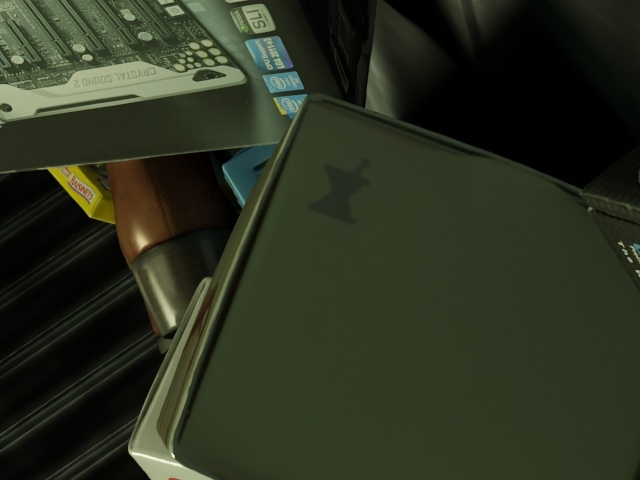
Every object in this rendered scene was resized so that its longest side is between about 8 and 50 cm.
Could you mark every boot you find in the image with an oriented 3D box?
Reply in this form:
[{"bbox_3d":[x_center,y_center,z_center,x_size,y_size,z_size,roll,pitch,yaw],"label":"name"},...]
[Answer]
[{"bbox_3d":[-0.114,-0.072,1.137,0.264,0.096,0.280,28,-138,-81],"label":"boot"}]

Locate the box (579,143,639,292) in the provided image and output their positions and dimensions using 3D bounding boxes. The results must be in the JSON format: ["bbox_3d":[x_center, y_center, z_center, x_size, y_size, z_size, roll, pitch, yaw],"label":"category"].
[{"bbox_3d":[0.187,0.092,0.382,0.270,0.060,0.216,55,173,-18],"label":"box"}]

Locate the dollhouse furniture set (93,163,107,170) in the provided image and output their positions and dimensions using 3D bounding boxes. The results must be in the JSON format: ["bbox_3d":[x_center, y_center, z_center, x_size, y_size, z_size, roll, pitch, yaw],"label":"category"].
[{"bbox_3d":[-0.180,-0.142,1.413,0.183,0.129,0.129,20,-164,-38],"label":"dollhouse furniture set"}]

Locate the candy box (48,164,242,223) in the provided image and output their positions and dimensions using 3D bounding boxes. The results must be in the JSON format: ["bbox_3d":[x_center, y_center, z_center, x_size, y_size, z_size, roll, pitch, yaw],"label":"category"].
[{"bbox_3d":[-0.131,-0.034,1.464,0.206,0.027,0.105,16,-161,-46],"label":"candy box"}]

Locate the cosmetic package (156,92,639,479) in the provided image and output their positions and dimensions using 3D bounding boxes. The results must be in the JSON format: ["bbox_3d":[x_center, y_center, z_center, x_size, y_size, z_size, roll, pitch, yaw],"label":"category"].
[{"bbox_3d":[0.026,0.047,0.693,0.153,0.129,0.296,22,173,-2],"label":"cosmetic package"}]

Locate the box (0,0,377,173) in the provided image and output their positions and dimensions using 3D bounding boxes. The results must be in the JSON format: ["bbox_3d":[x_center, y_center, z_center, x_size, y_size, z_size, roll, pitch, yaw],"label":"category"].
[{"bbox_3d":[-0.139,-0.144,0.621,0.307,0.242,0.076,62,-151,-51],"label":"box"}]

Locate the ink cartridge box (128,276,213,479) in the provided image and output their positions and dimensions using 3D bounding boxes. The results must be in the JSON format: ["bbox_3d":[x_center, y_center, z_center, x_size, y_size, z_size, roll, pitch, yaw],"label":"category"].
[{"bbox_3d":[0.043,0.152,1.002,0.201,0.117,0.278,9,150,27],"label":"ink cartridge box"}]

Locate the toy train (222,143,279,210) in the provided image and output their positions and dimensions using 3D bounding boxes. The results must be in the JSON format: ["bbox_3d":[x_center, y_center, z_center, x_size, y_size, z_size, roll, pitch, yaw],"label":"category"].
[{"bbox_3d":[0.000,0.000,1.042,0.105,0.080,0.184,60,177,15],"label":"toy train"}]
